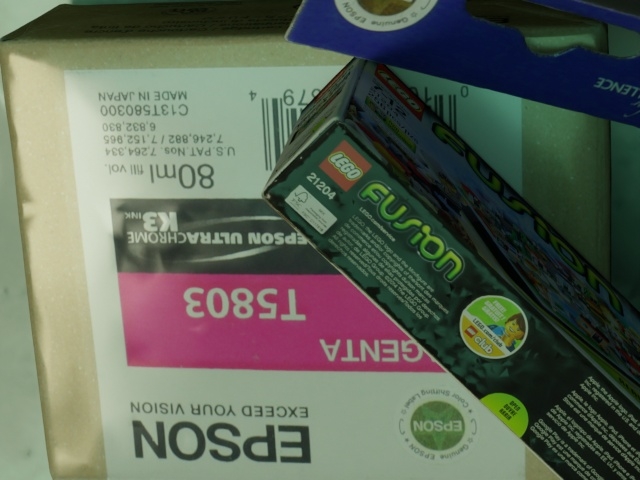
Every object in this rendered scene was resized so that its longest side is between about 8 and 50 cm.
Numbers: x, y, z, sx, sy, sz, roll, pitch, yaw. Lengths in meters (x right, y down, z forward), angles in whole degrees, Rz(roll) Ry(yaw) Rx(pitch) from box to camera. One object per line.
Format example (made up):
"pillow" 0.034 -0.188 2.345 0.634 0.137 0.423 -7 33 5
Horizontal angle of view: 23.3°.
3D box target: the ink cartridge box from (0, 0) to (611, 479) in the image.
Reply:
"ink cartridge box" 0.000 0.000 0.637 0.234 0.088 0.193 -1 108 9

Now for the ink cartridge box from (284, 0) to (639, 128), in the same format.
"ink cartridge box" 0.137 -0.144 0.403 0.175 0.069 0.371 12 140 -19

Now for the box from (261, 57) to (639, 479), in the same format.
"box" 0.072 0.028 0.528 0.207 0.114 0.036 43 107 -9
